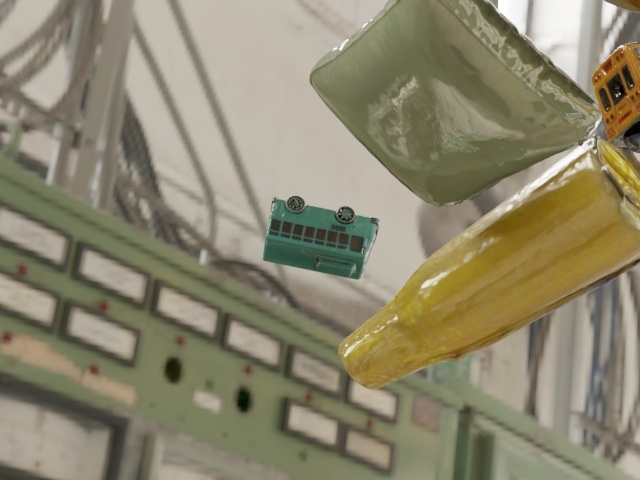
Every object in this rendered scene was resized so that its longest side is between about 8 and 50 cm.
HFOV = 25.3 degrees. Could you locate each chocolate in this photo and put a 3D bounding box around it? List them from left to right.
[{"bbox_3d":[0.217,0.049,1.786,0.445,0.162,0.162,-36,-42,24],"label":"chocolate"}]

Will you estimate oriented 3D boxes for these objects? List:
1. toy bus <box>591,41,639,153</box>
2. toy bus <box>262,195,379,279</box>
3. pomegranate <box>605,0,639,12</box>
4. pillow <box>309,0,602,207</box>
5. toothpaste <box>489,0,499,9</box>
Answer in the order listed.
[{"bbox_3d":[0.345,-0.142,1.273,0.195,0.088,0.083,-11,-17,-22],"label":"toy bus"},{"bbox_3d":[0.000,0.000,2.075,0.160,0.091,0.079,11,-31,0],"label":"toy bus"},{"bbox_3d":[0.386,-0.434,1.464,0.410,0.410,0.410,7,-22,3],"label":"pomegranate"},{"bbox_3d":[0.139,-0.159,1.589,0.255,0.119,0.322,44,-25,-9],"label":"pillow"},{"bbox_3d":[0.193,-0.269,1.812,0.050,0.266,0.065,-16,-38,31],"label":"toothpaste"}]
